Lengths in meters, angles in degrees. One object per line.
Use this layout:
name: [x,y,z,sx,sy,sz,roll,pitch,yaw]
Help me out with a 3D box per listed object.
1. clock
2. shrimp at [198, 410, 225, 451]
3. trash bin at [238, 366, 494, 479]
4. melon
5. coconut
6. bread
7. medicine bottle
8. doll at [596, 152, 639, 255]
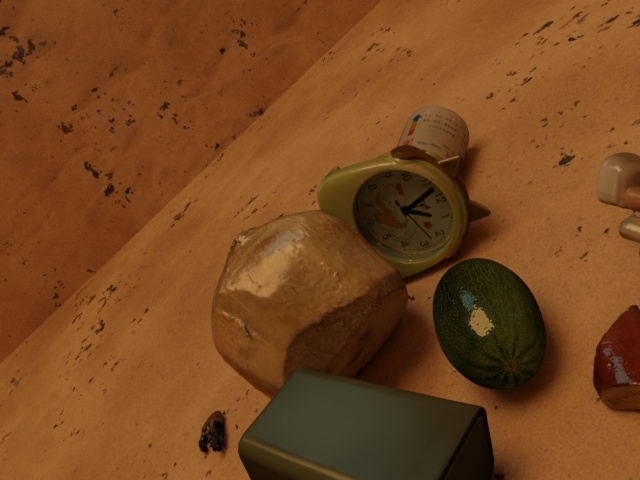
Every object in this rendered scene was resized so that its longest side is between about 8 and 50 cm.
clock: [0.189,-0.072,1.609,0.348,0.286,0.117,-20,20,32]
shrimp: [-0.256,0.468,1.732,0.091,0.034,0.161,-54,19,7]
trash bin: [0.068,0.345,1.153,0.343,0.158,0.223,7,39,36]
melon: [0.286,0.134,1.272,0.182,0.182,0.288,-35,30,18]
coconut: [-0.049,0.118,1.486,0.404,0.404,0.405,-33,28,21]
bread: [0.455,0.189,1.078,0.119,0.067,0.192,-35,28,18]
medicine bottle: [0.253,-0.179,1.782,0.170,0.170,0.293,-18,36,42]
doll: [0.618,-0.051,1.114,0.348,0.161,0.423,-37,30,-25]
